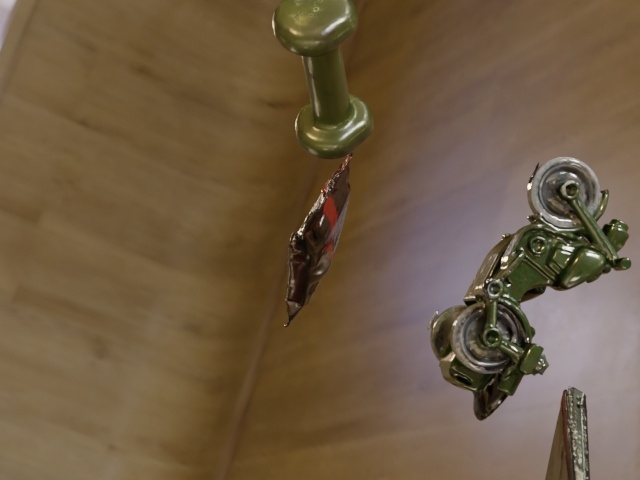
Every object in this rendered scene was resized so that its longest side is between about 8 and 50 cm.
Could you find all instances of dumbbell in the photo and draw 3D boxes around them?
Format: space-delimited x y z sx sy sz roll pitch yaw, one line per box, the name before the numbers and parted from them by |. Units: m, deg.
dumbbell | 0.003 -0.102 0.904 0.052 0.118 0.046 -36 56 -16

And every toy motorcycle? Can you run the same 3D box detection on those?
toy motorcycle | 0.213 0.055 1.533 0.275 0.127 0.205 -59 1 -6

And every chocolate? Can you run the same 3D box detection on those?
chocolate | 0.000 0.000 1.101 0.182 0.028 0.086 99 -163 -58

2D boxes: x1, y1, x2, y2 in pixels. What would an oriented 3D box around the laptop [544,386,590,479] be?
laptop | 0.233 0.267 1.415 0.154 0.026 0.207 -81 -4 -55
